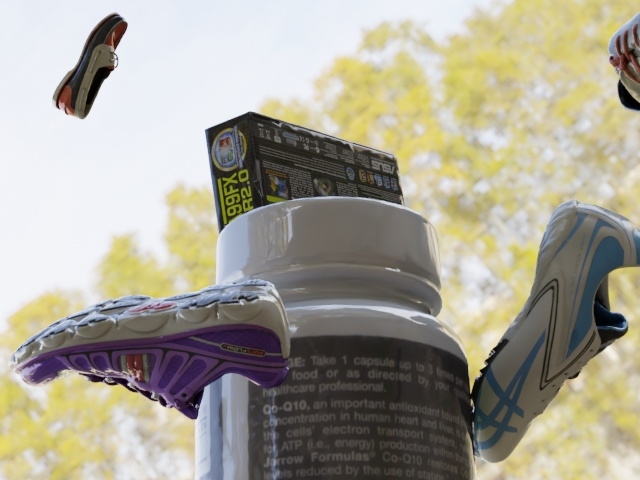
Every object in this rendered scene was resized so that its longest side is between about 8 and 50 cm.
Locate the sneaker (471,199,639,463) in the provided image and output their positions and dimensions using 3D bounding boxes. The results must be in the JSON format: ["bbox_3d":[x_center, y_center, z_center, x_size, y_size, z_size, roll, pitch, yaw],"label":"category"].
[{"bbox_3d":[0.173,0.081,1.150,0.085,0.086,0.237,-45,-21,-56],"label":"sneaker"}]

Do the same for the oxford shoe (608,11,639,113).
[{"bbox_3d":[0.325,-0.168,1.377,0.130,0.123,0.348,-12,-14,7],"label":"oxford shoe"}]

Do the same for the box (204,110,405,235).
[{"bbox_3d":[0.000,0.000,1.567,0.060,0.216,0.270,-17,-16,33],"label":"box"}]

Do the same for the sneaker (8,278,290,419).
[{"bbox_3d":[-0.098,0.069,0.867,0.170,0.071,0.068,-8,10,21],"label":"sneaker"}]

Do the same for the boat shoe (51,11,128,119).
[{"bbox_3d":[-0.258,-0.202,1.786,0.137,0.043,0.049,-59,-21,-14],"label":"boat shoe"}]

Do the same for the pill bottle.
[{"bbox_3d":[0.011,0.165,1.111,0.204,0.361,0.204,-1,-22,-1],"label":"pill bottle"}]
